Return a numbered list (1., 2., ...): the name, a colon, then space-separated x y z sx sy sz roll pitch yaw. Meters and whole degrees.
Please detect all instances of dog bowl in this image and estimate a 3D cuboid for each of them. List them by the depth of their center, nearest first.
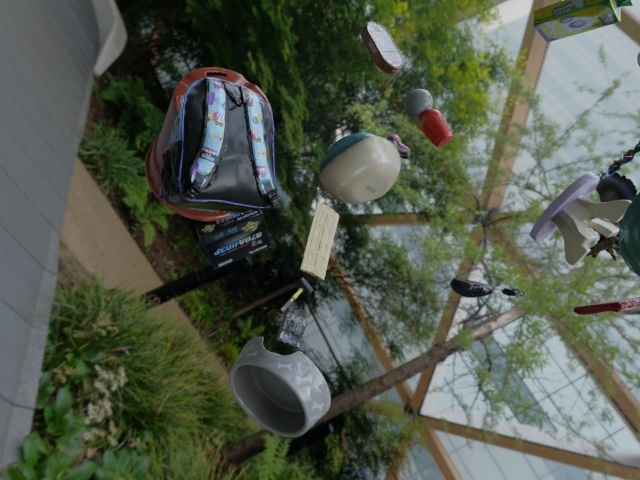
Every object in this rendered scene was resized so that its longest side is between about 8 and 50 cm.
1. dog bowl: -0.144 0.480 1.363 0.349 0.102 0.348 15 -58 25

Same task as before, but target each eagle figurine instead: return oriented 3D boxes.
1. eagle figurine: 1.069 -0.087 1.610 0.225 0.226 0.298 55 44 -40

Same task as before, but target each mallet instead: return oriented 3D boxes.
1. mallet: -0.079 0.191 1.383 0.062 0.039 0.189 45 33 -7

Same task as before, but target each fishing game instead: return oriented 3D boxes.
1. fishing game: 1.022 -0.282 1.428 0.041 0.189 0.264 48 -20 10

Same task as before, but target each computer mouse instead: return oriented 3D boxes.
1. computer mouse: 0.429 0.131 1.081 0.071 0.242 0.041 -162 -97 -68

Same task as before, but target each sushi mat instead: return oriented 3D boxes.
1. sushi mat: 0.000 0.000 1.798 0.019 0.316 0.151 -6 -28 43

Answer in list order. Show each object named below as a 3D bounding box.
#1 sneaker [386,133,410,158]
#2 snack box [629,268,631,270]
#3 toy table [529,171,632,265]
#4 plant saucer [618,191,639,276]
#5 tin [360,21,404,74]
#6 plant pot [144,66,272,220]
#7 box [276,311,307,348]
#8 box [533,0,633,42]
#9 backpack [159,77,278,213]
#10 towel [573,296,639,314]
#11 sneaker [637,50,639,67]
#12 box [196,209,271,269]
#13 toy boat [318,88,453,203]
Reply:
1. sneaker: 0.230 -0.271 1.287 0.047 0.057 0.119 9 -15 42
2. snack box: 1.221 0.053 1.668 0.100 0.037 0.141 14 66 -47
3. toy table: 0.821 -0.060 1.342 0.161 0.252 0.274 54 -33 33
4. plant saucer: 0.777 -0.040 0.856 0.044 0.317 0.317 27 3 -16
5. tin: 0.200 -0.621 1.368 0.189 0.106 0.040 64 -32 9
6. plant pot: -0.241 -0.220 0.958 0.272 0.273 0.265 64 -32 10
7. box: -0.079 0.250 1.181 0.067 0.083 0.018 26 -28 -16
8. box: 0.602 -0.519 0.976 0.179 0.105 0.043 -1 -96 45
9. backpack: -0.145 -0.131 0.606 0.117 0.158 0.173 -4 -95 51
10. towel: 0.996 0.202 1.364 0.199 0.275 0.031 118 -36 -76
11. sneaker: 1.023 -0.430 1.138 0.321 0.126 0.127 37 -14 -4
12. box: -0.292 -0.009 1.459 0.051 0.220 0.175 56 -18 40
13. toy boat: 0.143 -0.214 0.999 0.148 0.318 0.267 61 13 17
